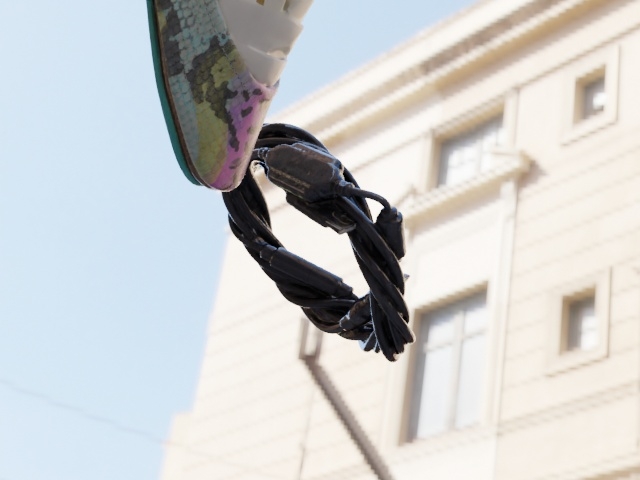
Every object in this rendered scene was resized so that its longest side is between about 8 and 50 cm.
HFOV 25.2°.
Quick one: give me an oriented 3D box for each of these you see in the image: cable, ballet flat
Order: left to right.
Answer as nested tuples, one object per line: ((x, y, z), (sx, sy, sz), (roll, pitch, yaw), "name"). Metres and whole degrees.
((-0.044, -0.136, 0.634), (0.079, 0.221, 0.077), (-14, -7, 15), "ballet flat")
((0.000, 0.000, 0.905), (0.184, 0.047, 0.150), (24, -37, 51), "cable")
